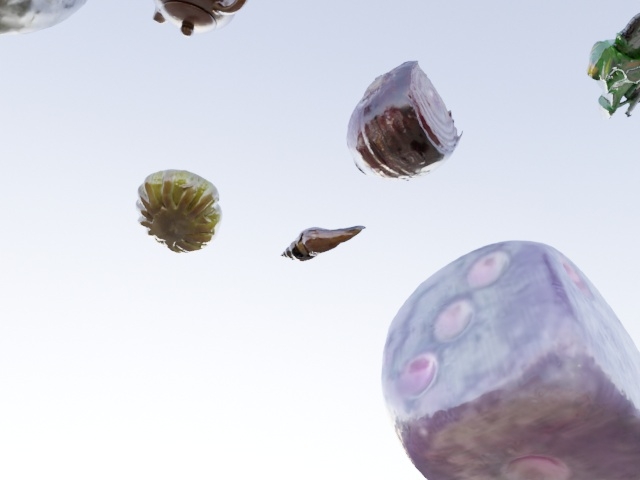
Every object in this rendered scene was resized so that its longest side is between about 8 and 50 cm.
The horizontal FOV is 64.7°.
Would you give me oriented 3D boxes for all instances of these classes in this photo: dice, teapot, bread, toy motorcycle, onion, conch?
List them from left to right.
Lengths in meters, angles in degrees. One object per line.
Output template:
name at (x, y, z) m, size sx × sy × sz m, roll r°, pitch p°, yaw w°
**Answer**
bread at (-0.322, -0.060, 1.136) m, size 0.214 × 0.104 × 0.213 m, roll 5°, pitch -49°, yaw 5°
teapot at (-0.243, -0.478, 1.023) m, size 0.252 × 0.135 × 0.178 m, roll 10°, pitch 0°, yaw 31°
conch at (-0.005, -0.002, 1.279) m, size 0.233 × 0.086 × 0.080 m, roll -28°, pitch -80°, yaw 39°
onion at (0.149, -0.213, 1.028) m, size 0.206 × 0.206 × 0.216 m, roll -25°, pitch -66°, yaw 37°
dice at (0.262, 0.183, 0.674) m, size 0.270 × 0.271 × 0.270 m, roll -36°, pitch -68°, yaw 29°
toy motorcycle at (0.449, -0.251, 0.740) m, size 0.106 × 0.074 × 0.190 m, roll -31°, pitch -35°, yaw 19°

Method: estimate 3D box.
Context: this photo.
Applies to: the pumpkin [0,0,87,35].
pumpkin at (-0.215, -0.219, 0.262) m, size 0.131 × 0.149 × 0.254 m, roll -24°, pitch -30°, yaw 34°
